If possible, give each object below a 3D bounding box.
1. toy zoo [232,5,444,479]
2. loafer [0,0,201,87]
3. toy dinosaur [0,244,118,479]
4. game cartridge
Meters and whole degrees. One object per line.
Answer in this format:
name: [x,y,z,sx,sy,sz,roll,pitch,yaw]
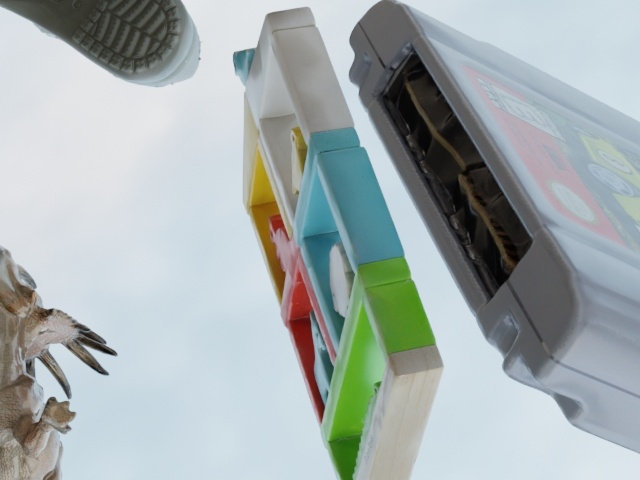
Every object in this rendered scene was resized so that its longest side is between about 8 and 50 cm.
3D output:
toy zoo: [0.000,0.000,1.073,0.030,0.192,0.293,-11,-122,-14]
loafer: [-0.178,-0.179,1.272,0.251,0.087,0.094,42,-89,25]
toy dinosaur: [-0.245,0.165,1.462,0.127,0.296,0.200,11,-162,3]
game cartridge: [0.130,0.001,0.810,0.060,0.196,0.294,-52,-150,19]
